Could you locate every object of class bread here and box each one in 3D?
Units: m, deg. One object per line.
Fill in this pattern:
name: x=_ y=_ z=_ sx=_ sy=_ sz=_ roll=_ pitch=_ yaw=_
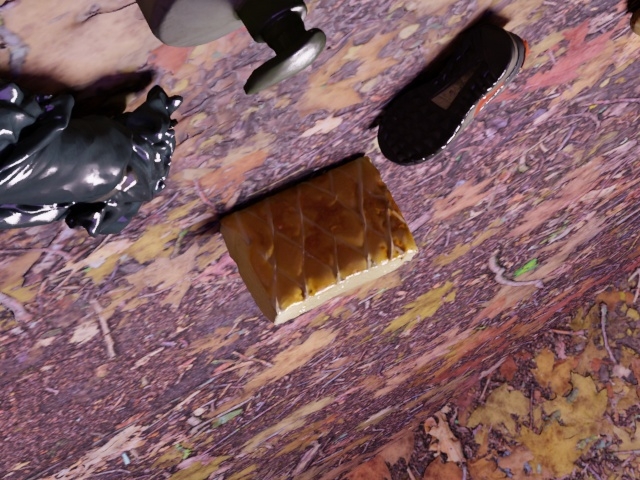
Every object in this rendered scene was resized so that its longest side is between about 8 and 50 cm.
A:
bread: x=-0.001 y=0.001 z=1.520 sx=0.188 sy=0.125 sz=0.068 roll=-24 pitch=163 yaw=-23

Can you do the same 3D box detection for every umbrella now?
umbrella: x=-0.219 y=-0.062 z=1.023 sx=0.143 sy=0.094 sz=0.349 roll=-57 pitch=161 yaw=16

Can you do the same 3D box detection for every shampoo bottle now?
shampoo bottle: x=-0.066 y=-0.181 z=0.713 sx=0.118 sy=0.234 sz=0.087 roll=-37 pitch=163 yaw=19

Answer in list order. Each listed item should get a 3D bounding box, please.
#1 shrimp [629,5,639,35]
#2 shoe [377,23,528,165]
shrimp: x=0.544 y=-0.340 z=1.545 sx=0.445 sy=0.085 sz=0.272 roll=-25 pitch=170 yaw=1
shoe: x=0.141 y=-0.146 z=1.458 sx=0.194 sy=0.074 sz=0.077 roll=-45 pitch=163 yaw=33
